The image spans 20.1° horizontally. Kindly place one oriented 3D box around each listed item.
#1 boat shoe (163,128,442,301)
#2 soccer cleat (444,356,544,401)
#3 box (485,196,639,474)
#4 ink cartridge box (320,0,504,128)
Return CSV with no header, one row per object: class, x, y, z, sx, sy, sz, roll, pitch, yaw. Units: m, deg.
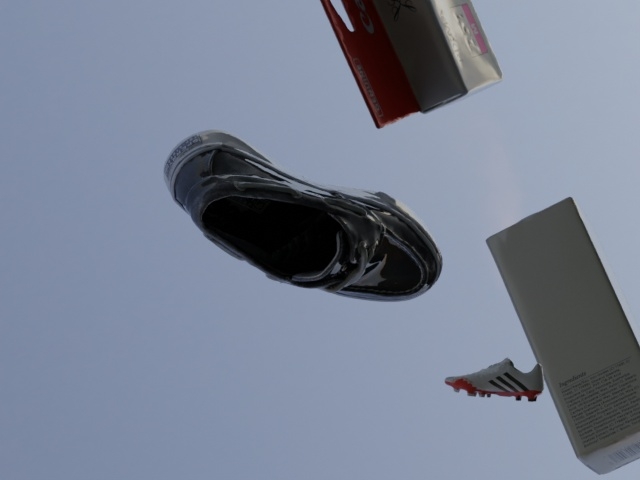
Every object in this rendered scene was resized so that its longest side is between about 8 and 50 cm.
boat shoe,0.000,0.000,1.579,0.301,0.108,0.102,28,-160,-37
soccer cleat,0.146,0.114,1.503,0.029,0.083,0.035,23,-108,-76
box,0.282,0.101,1.925,0.094,0.113,0.275,39,-151,-58
ink cartridge box,0.064,-0.254,1.718,0.275,0.060,0.239,66,-156,-2
